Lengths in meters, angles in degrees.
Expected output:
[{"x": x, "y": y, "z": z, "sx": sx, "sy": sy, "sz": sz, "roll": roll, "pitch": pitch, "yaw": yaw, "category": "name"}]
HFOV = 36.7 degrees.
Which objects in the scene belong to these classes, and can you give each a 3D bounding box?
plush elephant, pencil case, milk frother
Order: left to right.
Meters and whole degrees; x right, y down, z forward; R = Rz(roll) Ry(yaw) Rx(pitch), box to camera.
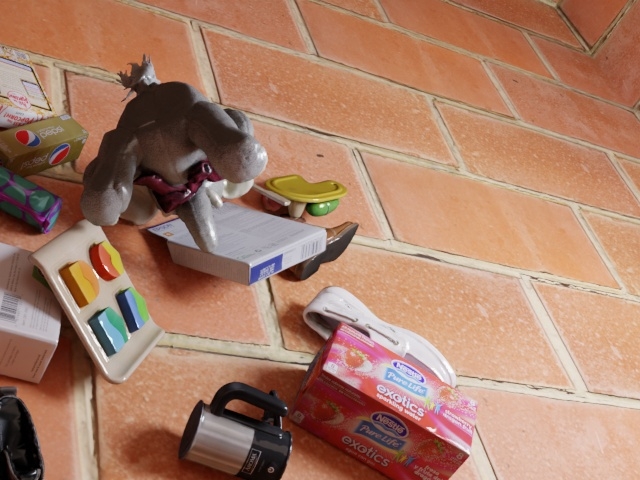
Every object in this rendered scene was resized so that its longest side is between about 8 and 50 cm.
[{"x": -0.470, "y": -0.069, "z": 1.469, "sx": 0.151, "sy": 0.064, "sz": 0.070, "roll": 28, "pitch": 18, "yaw": -7, "category": "pencil case"}, {"x": -0.220, "y": -0.102, "z": 1.508, "sx": 0.271, "sy": 0.255, "sz": 0.330, "roll": -22, "pitch": 46, "yaw": -2, "category": "plush elephant"}, {"x": -0.115, "y": 0.257, "z": 1.335, "sx": 0.134, "sy": 0.129, "sz": 0.143, "roll": 24, "pitch": -9, "yaw": -14, "category": "milk frother"}]

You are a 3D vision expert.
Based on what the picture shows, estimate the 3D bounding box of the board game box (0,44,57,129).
[{"x": -0.545, "y": -0.268, "z": 1.652, "sx": 0.146, "sy": 0.045, "sz": 0.193, "roll": 13, "pitch": 36, "yaw": -47, "category": "board game box"}]

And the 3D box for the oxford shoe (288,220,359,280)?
[{"x": 0.000, "y": 0.000, "z": 1.764, "sx": 0.076, "sy": 0.076, "sz": 0.212, "roll": 35, "pitch": 33, "yaw": 19, "category": "oxford shoe"}]

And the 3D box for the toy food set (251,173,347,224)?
[{"x": -0.044, "y": -0.070, "z": 1.830, "sx": 0.128, "sy": 0.071, "sz": 0.217, "roll": 25, "pitch": 23, "yaw": 34, "category": "toy food set"}]

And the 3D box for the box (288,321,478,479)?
[{"x": 0.098, "y": 0.257, "z": 1.466, "sx": 0.256, "sy": 0.123, "sz": 0.128, "roll": 31, "pitch": 33, "yaw": -3, "category": "box"}]

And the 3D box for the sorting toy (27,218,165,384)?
[{"x": -0.299, "y": 0.076, "z": 1.341, "sx": 0.208, "sy": 0.038, "sz": 0.193, "roll": 58, "pitch": 17, "yaw": -10, "category": "sorting toy"}]

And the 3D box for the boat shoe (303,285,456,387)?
[{"x": 0.089, "y": 0.184, "z": 1.584, "sx": 0.277, "sy": 0.098, "sz": 0.096, "roll": 31, "pitch": 33, "yaw": 15, "category": "boat shoe"}]

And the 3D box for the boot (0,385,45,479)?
[{"x": -0.327, "y": 0.307, "z": 0.957, "sx": 0.091, "sy": 0.229, "sz": 0.263, "roll": 6, "pitch": 42, "yaw": -34, "category": "boot"}]

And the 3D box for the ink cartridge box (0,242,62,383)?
[{"x": -0.455, "y": 0.078, "z": 1.267, "sx": 0.219, "sy": 0.093, "sz": 0.160, "roll": 18, "pitch": 36, "yaw": -21, "category": "ink cartridge box"}]

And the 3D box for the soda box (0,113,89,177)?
[{"x": -0.467, "y": -0.151, "z": 1.577, "sx": 0.058, "sy": 0.061, "sz": 0.181, "roll": 42, "pitch": 34, "yaw": 13, "category": "soda box"}]

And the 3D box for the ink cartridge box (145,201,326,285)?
[{"x": -0.141, "y": 0.001, "z": 1.634, "sx": 0.224, "sy": 0.045, "sz": 0.223, "roll": 17, "pitch": 24, "yaw": 31, "category": "ink cartridge box"}]
